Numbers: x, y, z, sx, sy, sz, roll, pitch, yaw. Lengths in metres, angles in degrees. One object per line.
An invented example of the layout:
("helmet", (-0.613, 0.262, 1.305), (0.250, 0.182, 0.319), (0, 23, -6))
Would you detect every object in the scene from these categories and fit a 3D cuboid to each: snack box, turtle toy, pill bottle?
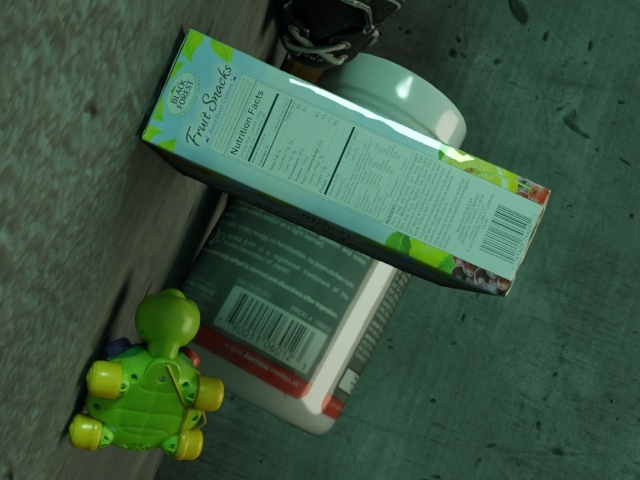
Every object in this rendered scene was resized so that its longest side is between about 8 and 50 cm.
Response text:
("snack box", (0.010, -0.037, 0.495), (0.174, 0.207, 0.070), (166, -54, -86))
("turtle toy", (-0.119, 0.096, 0.568), (0.066, 0.095, 0.130), (-112, -139, -55))
("pill bottle", (0.000, 0.000, 0.857), (0.362, 0.210, 0.210), (-61, -179, -11))

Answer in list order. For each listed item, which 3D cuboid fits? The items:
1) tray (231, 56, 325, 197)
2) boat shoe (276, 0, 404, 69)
("tray", (-0.073, -0.083, 1.176), (0.411, 0.076, 0.202), (116, -3, -68))
("boat shoe", (0.008, -0.203, 0.720), (0.301, 0.108, 0.102), (-113, -136, -77))
